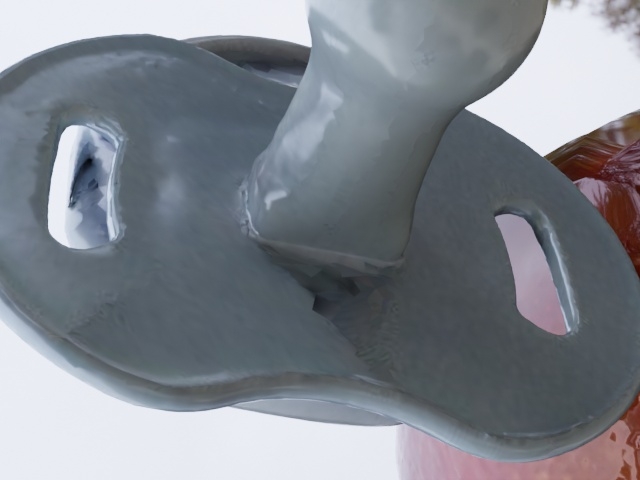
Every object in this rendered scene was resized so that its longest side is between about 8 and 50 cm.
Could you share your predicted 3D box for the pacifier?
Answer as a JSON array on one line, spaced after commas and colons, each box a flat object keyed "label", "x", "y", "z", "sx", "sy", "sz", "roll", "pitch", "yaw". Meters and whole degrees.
[{"label": "pacifier", "x": 0.013, "y": -0.046, "z": 0.520, "sx": 0.233, "sy": 0.299, "sz": 0.244, "roll": 117, "pitch": 157, "yaw": -43}]

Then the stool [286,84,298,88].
[{"label": "stool", "x": 0.000, "y": 0.000, "z": 1.242, "sx": 0.179, "sy": 0.179, "sz": 0.264, "roll": 34, "pitch": -108, "yaw": -61}]

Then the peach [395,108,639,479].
[{"label": "peach", "x": 0.225, "y": 0.099, "z": 0.790, "sx": 0.388, "sy": 0.388, "sz": 0.388, "roll": -38, "pitch": -41, "yaw": -43}]
